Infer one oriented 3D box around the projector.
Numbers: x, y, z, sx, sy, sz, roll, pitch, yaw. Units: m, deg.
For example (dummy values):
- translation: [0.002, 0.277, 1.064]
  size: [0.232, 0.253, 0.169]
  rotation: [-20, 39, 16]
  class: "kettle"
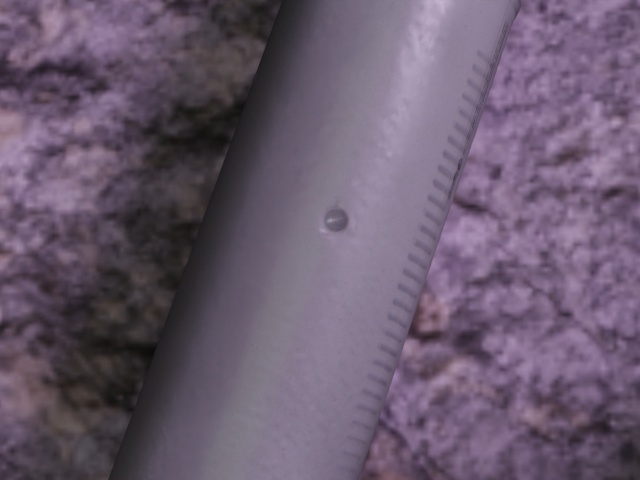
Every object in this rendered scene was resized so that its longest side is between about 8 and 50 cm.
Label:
- translation: [0.000, 0.000, 0.790]
  size: [0.108, 0.108, 0.338]
  rotation: [18, 81, 12]
  class: "projector"
